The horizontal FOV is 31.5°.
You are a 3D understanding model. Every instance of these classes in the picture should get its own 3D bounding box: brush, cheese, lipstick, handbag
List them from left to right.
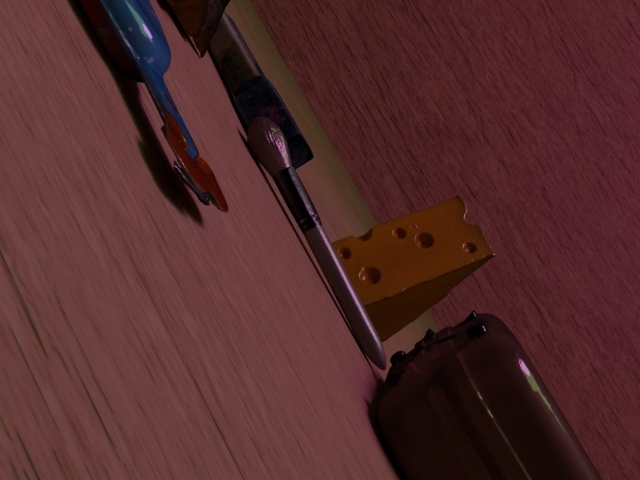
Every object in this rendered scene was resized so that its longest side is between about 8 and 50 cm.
[{"bbox_3d":[-0.120,-0.123,0.752,0.256,0.037,0.106,64,8,25],"label":"cheese"},{"bbox_3d":[-0.093,-0.197,1.337,0.312,0.051,0.051,61,5,39],"label":"lipstick"},{"bbox_3d":[0.000,0.000,1.177,0.299,0.039,0.042,61,5,11],"label":"brush"},{"bbox_3d":[0.106,0.023,1.298,0.093,0.171,0.126,63,6,29],"label":"cheese"},{"bbox_3d":[0.173,0.213,1.044,0.283,0.149,0.302,57,3,1],"label":"handbag"}]

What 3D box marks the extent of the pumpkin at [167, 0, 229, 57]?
[{"bbox_3d":[-0.137,-0.348,1.219,0.254,0.149,0.130,62,-7,13],"label":"pumpkin"}]
